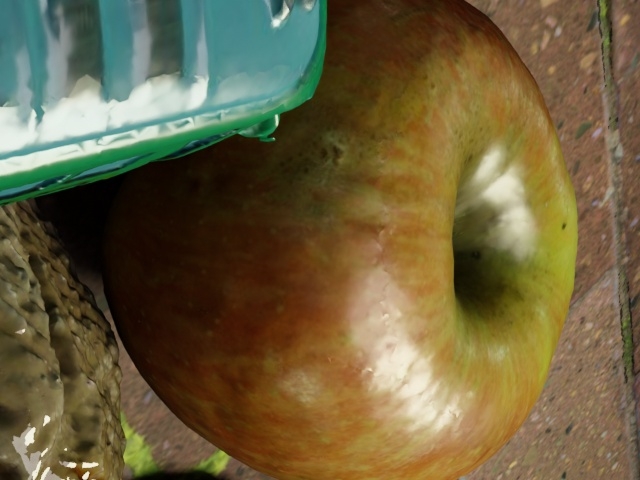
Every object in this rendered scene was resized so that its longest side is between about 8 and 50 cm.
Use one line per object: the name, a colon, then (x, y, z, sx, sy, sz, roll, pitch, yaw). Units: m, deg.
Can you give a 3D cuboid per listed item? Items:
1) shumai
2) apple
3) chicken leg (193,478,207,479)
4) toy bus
shumai: (-0.199, 0.068, 0.725, 0.175, 0.206, 0.166, -30, 161, 4)
apple: (0.000, 0.000, 0.826, 0.277, 0.250, 0.309, -46, 132, -40)
chicken leg: (-0.092, 0.229, 1.102, 0.105, 0.063, 0.234, -53, 149, 11)
toy bus: (-0.156, -0.097, 0.555, 0.343, 0.199, 0.184, -19, 103, -40)
